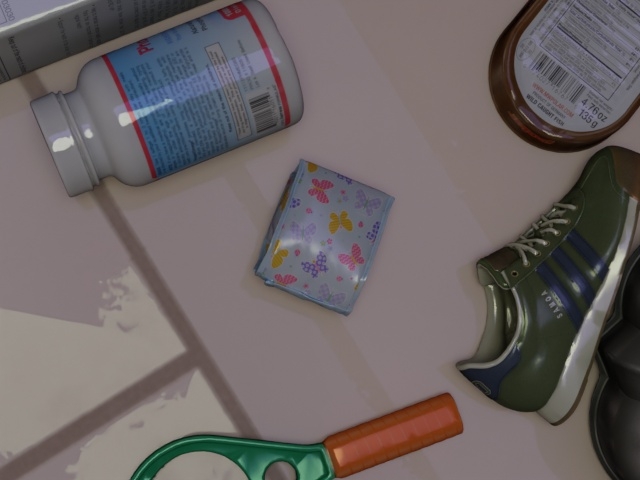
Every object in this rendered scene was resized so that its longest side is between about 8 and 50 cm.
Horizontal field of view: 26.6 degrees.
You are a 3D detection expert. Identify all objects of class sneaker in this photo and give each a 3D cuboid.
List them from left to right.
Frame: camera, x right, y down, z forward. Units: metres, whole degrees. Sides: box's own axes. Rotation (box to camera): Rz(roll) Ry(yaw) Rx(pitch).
[{"bbox_3d":[0.148,0.019,0.895,0.086,0.064,0.192,19,85,-10],"label":"sneaker"}]

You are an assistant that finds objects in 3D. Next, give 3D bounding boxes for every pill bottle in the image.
[{"bbox_3d":[-0.098,-0.088,0.866,0.160,0.087,0.087,-23,87,-10],"label":"pill bottle"}]

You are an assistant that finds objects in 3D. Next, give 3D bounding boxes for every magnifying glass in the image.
[{"bbox_3d":[-0.018,0.151,0.884,0.231,0.026,0.092,-19,86,-7],"label":"magnifying glass"}]

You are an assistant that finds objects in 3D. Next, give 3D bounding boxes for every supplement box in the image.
[{"bbox_3d":[-0.153,-0.189,0.857,0.220,0.114,0.111,-22,86,-8],"label":"supplement box"}]

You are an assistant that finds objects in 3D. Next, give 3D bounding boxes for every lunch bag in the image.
[{"bbox_3d":[0.000,0.000,0.887,0.071,0.053,0.083,21,72,-7],"label":"lunch bag"}]

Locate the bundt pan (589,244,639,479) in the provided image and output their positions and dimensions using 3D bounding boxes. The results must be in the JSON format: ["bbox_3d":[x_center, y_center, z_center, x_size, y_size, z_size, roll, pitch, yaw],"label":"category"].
[{"bbox_3d":[0.329,0.104,0.827,0.330,0.124,0.331,0,91,11],"label":"bundt pan"}]

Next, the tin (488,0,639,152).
[{"bbox_3d":[0.197,-0.146,0.937,0.106,0.040,0.190,39,81,-6],"label":"tin"}]
